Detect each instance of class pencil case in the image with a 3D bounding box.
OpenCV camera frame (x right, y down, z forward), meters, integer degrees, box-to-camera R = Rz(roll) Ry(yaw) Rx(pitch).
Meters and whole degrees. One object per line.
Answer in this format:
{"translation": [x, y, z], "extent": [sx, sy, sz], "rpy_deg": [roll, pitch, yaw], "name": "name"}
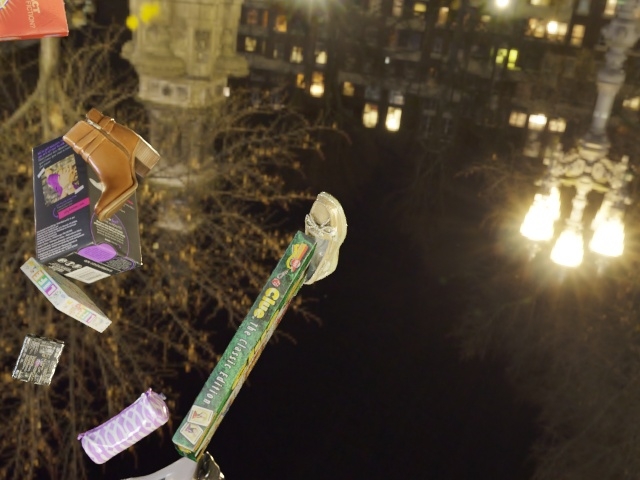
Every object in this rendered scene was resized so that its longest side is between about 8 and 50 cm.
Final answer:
{"translation": [-0.450, 0.429, 1.766], "extent": [0.206, 0.088, 0.086], "rpy_deg": [-35, -160, 1], "name": "pencil case"}

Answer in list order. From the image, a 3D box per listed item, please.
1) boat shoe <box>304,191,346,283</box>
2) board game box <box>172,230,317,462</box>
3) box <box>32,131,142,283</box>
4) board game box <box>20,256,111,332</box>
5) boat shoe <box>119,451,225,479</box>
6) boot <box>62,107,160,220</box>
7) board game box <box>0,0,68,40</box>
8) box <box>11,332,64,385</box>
{"translation": [-0.002, -0.001, 1.098], "extent": [0.056, 0.153, 0.048], "rpy_deg": [36, -130, 23], "name": "boat shoe"}
{"translation": [-0.082, 0.121, 0.855], "extent": [0.030, 0.136, 0.260], "rpy_deg": [28, -111, 7], "name": "board game box"}
{"translation": [-0.481, -0.070, 1.575], "extent": [0.143, 0.270, 0.165], "rpy_deg": [-19, 155, 18], "name": "box"}
{"translation": [-0.418, 0.092, 1.264], "extent": [0.103, 0.026, 0.154], "rpy_deg": [40, 171, 22], "name": "board game box"}
{"translation": [-0.319, 0.549, 1.518], "extent": [0.340, 0.158, 0.127], "rpy_deg": [-25, -156, 21], "name": "boat shoe"}
{"translation": [-0.389, -0.135, 1.345], "extent": [0.152, 0.073, 0.197], "rpy_deg": [38, -138, -14], "name": "boot"}
{"translation": [-0.705, -0.534, 1.579], "extent": [0.316, 0.242, 0.064], "rpy_deg": [-11, -169, -19], "name": "board game box"}
{"translation": [-0.503, 0.212, 1.362], "extent": [0.067, 0.083, 0.018], "rpy_deg": [18, -173, -25], "name": "box"}
